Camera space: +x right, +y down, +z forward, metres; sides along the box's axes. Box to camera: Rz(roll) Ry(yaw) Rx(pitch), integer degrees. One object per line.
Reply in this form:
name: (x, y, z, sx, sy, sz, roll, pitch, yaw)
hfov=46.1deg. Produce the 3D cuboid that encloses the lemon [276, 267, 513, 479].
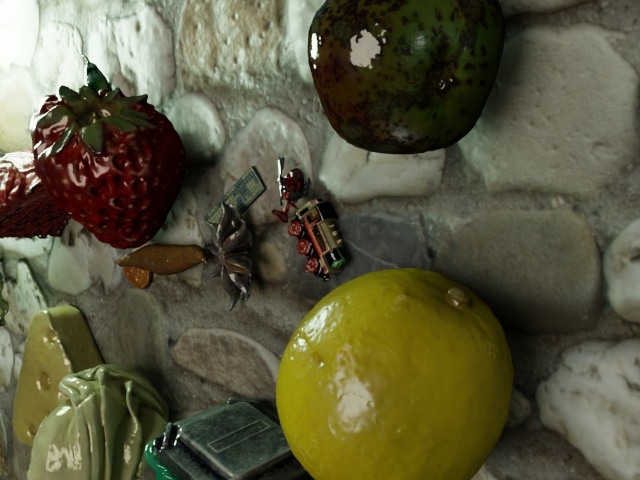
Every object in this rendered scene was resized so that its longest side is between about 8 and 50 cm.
lemon: (0.104, 0.204, 1.065, 0.348, 0.348, 0.348, 5, 97, 40)

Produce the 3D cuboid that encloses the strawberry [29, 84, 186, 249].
strawberry: (-0.436, -0.124, 1.540, 0.317, 0.295, 0.345, 19, 128, 10)

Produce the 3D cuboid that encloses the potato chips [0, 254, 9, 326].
potato chips: (-0.876, 0.023, 1.902, 0.389, 0.097, 0.373, 33, 149, 58)

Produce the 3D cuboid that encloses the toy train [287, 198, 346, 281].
toy train: (0.000, 0.000, 1.310, 0.087, 0.050, 0.138, -34, 72, 34)

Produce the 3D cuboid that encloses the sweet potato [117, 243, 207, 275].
sweet potato: (-0.319, 0.043, 1.569, 0.314, 0.066, 0.072, 1, 128, 46)

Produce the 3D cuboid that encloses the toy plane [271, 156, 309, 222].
toy plane: (-0.055, -0.085, 1.317, 0.037, 0.060, 0.145, -30, 37, 36)

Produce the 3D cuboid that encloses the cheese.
cheese: (-0.606, 0.387, 1.828, 0.383, 0.104, 0.384, 4, 96, 41)

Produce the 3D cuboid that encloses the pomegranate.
pomegranate: (0.098, -0.282, 1.087, 0.285, 0.284, 0.341, -66, 30, 24)

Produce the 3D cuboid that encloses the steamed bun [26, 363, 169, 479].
steamed bun: (-0.448, 0.400, 1.574, 0.203, 0.289, 0.276, -14, 82, 37)

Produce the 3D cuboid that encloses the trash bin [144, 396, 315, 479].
trash bin: (-0.155, 0.521, 1.374, 0.295, 0.259, 0.381, 27, 117, 36)

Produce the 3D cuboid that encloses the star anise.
star anise: (-0.162, 0.027, 1.433, 0.180, 0.061, 0.205, -19, 81, 61)

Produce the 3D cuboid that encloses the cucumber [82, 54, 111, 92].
cucumber: (-0.490, -0.309, 1.698, 0.056, 0.056, 0.250, -32, 75, 38)

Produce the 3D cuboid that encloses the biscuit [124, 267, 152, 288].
biscuit: (-0.408, 0.065, 1.687, 0.091, 0.015, 0.078, 36, 114, 32)

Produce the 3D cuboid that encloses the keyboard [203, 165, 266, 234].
keyboard: (-0.170, -0.073, 1.473, 0.176, 0.014, 0.055, -41, 71, 36)

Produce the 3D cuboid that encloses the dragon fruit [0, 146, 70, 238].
dragon fruit: (-0.724, -0.084, 1.788, 0.302, 0.330, 0.240, -12, 108, 39)
